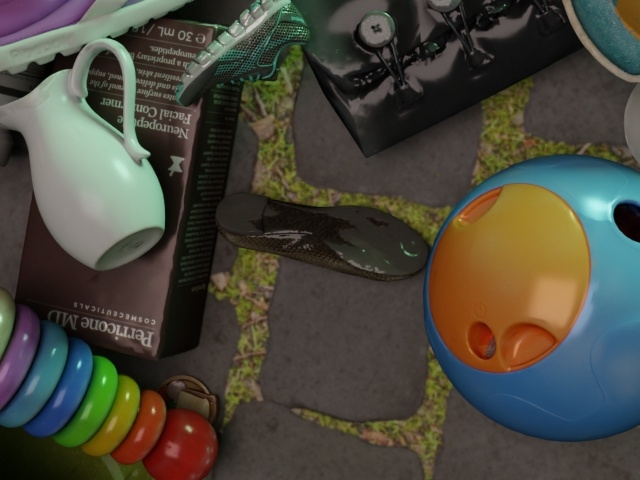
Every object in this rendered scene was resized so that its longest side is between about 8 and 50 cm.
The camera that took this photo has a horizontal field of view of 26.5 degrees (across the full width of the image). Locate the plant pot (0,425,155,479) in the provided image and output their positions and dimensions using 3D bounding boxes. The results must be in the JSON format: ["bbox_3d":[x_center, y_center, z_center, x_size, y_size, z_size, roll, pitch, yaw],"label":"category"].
[{"bbox_3d":[-0.366,0.309,1.571,0.276,0.276,0.254,39,113,10],"label":"plant pot"}]

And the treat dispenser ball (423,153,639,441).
[{"bbox_3d":[0.246,0.057,1.365,0.288,0.288,0.288,1,92,15],"label":"treat dispenser ball"}]

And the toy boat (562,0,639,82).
[{"bbox_3d":[0.260,-0.289,1.292,0.318,0.148,0.267,8,103,7],"label":"toy boat"}]

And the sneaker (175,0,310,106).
[{"bbox_3d":[-0.080,-0.189,1.432,0.166,0.065,0.076,-40,102,9],"label":"sneaker"}]

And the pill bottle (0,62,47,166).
[{"bbox_3d":[-0.393,-0.237,1.585,0.162,0.162,0.278,19,97,13],"label":"pill bottle"}]

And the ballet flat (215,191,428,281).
[{"bbox_3d":[0.000,0.000,1.552,0.250,0.058,0.084,11,60,9],"label":"ballet flat"}]

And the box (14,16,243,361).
[{"bbox_3d":[-0.216,-0.071,1.560,0.191,0.143,0.381,11,97,14],"label":"box"}]

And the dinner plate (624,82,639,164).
[{"bbox_3d":[0.397,-0.127,1.458,0.141,0.017,0.141,0,91,16],"label":"dinner plate"}]

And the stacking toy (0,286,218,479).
[{"bbox_3d":[-0.257,0.179,1.503,0.330,0.141,0.141,31,102,-27],"label":"stacking toy"}]

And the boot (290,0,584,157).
[{"bbox_3d":[0.160,-0.341,1.458,0.445,0.146,0.367,-26,84,19],"label":"boot"}]

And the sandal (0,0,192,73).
[{"bbox_3d":[-0.235,-0.301,1.460,0.416,0.102,0.169,-36,57,-24],"label":"sandal"}]

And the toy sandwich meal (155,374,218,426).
[{"bbox_3d":[-0.163,0.200,1.611,0.085,0.029,0.086,1,92,15],"label":"toy sandwich meal"}]

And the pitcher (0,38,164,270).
[{"bbox_3d":[-0.232,-0.090,1.427,0.178,0.125,0.207,-38,74,26],"label":"pitcher"}]
